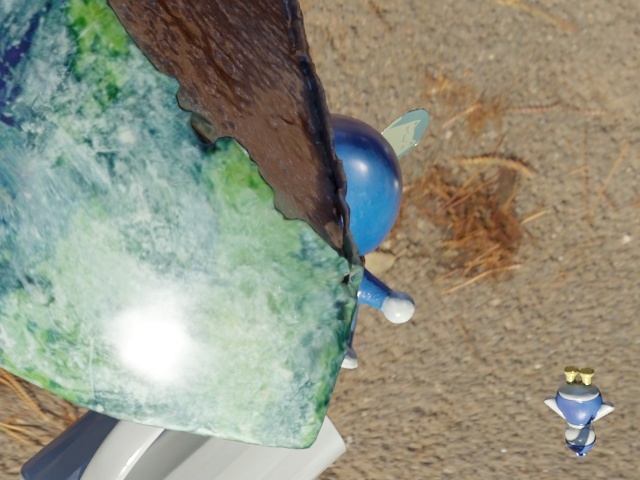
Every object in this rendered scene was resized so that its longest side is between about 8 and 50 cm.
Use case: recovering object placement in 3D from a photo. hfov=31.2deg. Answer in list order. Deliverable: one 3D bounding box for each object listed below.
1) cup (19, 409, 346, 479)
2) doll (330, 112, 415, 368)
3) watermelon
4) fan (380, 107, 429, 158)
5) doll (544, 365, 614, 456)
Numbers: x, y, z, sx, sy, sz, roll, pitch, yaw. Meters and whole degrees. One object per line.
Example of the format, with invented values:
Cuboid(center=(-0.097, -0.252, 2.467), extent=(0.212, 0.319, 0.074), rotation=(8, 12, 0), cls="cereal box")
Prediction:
Cuboid(center=(-0.168, 0.246, 1.279), extent=(0.327, 0.323, 0.237), rotation=(-40, 68, -13), cls="cup")
Cuboid(center=(0.000, 0.000, 1.157), extent=(0.215, 0.161, 0.256), rotation=(12, 95, 8), cls="doll")
Cuboid(center=(-0.071, -0.072, 0.457), extent=(0.226, 0.148, 0.318), rotation=(-12, 47, -48), cls="watermelon")
Cuboid(center=(0.093, -0.136, 1.694), extent=(0.175, 0.113, 0.005), rotation=(-31, 64, -21), cls="fan")
Cuboid(center=(0.369, 0.248, 1.634), extent=(0.099, 0.057, 0.142), rotation=(2, 113, 23), cls="doll")
